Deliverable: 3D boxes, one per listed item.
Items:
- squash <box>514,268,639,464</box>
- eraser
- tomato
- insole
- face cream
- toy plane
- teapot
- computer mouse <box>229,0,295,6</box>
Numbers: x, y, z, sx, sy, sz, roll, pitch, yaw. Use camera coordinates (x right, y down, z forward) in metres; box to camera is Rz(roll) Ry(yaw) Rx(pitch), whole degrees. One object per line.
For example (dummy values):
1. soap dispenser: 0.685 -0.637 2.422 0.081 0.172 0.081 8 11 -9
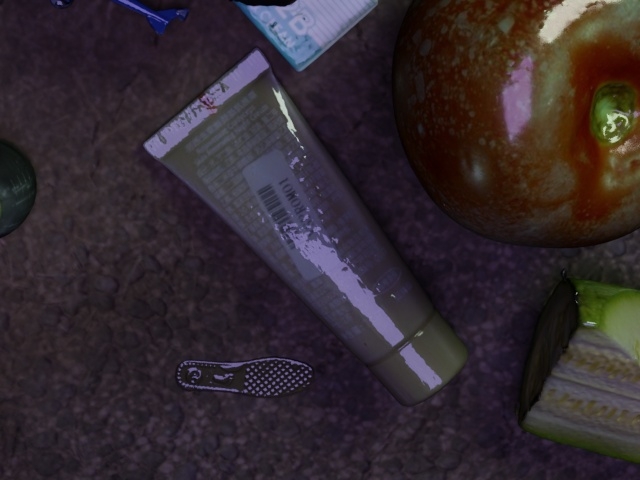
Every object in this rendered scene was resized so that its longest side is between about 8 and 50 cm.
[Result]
1. squash: 0.342 0.123 1.195 0.288 0.111 0.203 13 141 -3
2. eraser: -0.058 -0.255 1.083 0.095 0.052 0.225 -40 106 13
3. tomato: 0.181 -0.130 1.047 0.270 0.222 0.270 -13 119 -24
4. insole: -0.073 0.132 1.246 0.135 0.002 0.045 3 109 -3
5. face cream: 0.000 0.000 1.169 0.137 0.084 0.341 -39 98 9
6. toy plane: -0.193 -0.222 1.095 0.167 0.054 0.062 27 81 -10
7. teapot: -0.312 -0.049 1.127 0.092 0.091 0.124 -41 106 10
8. computer mouse: -0.006 -0.321 0.997 0.323 0.116 0.183 -45 110 -14
